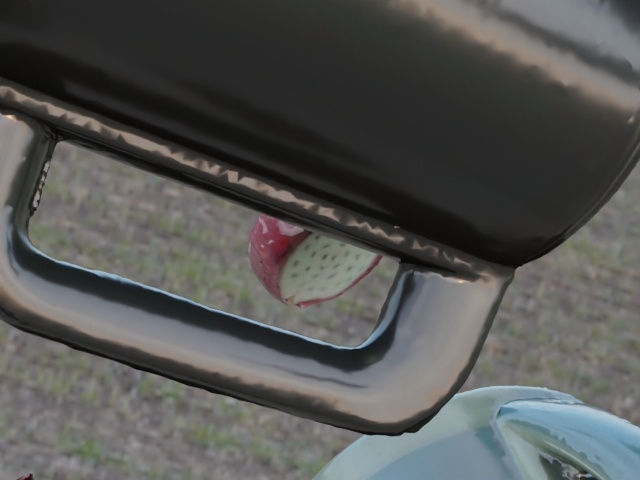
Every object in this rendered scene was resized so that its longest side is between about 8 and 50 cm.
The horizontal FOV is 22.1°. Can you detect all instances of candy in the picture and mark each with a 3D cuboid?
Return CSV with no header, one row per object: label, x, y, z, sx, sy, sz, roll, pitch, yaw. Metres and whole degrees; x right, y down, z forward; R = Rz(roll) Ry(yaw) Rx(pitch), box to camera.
candy,0.000,0.000,1.127,0.103,0.103,0.043,1,39,-41

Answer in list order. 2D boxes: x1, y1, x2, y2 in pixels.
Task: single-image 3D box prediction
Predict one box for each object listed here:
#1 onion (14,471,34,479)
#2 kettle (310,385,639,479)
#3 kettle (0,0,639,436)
onion,-0.241,0.360,1.354,0.341,0.341,0.341,15,16,-4
kettle,0.146,0.258,0.946,0.247,0.319,0.342,2,36,-25
kettle,-0.021,-0.092,0.657,0.308,0.203,0.262,24,55,-26
